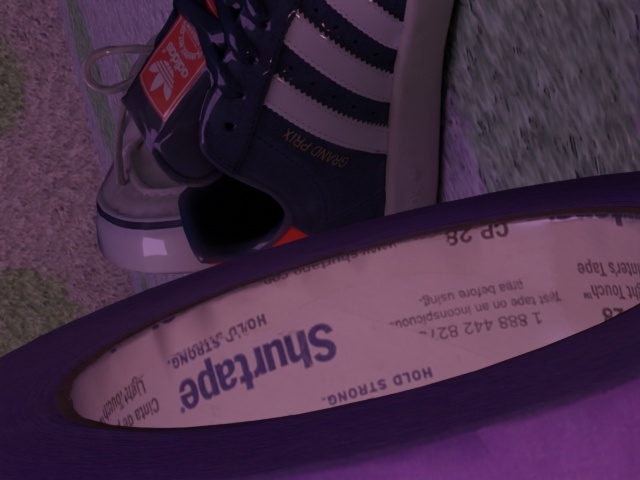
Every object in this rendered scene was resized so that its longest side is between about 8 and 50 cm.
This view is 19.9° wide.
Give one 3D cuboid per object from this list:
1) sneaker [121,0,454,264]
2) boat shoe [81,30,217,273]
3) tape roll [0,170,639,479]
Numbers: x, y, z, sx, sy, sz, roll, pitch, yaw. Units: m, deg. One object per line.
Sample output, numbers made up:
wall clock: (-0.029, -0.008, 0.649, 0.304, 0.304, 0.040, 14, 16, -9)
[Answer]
sneaker: (-0.025, -0.109, 0.867, 0.350, 0.148, 0.131, 85, 164, -47)
boat shoe: (-0.091, -0.094, 1.274, 0.367, 0.135, 0.156, -93, -3, -72)
tape roll: (0.027, 0.058, 0.521, 0.275, 0.274, 0.090, -150, 44, -74)
